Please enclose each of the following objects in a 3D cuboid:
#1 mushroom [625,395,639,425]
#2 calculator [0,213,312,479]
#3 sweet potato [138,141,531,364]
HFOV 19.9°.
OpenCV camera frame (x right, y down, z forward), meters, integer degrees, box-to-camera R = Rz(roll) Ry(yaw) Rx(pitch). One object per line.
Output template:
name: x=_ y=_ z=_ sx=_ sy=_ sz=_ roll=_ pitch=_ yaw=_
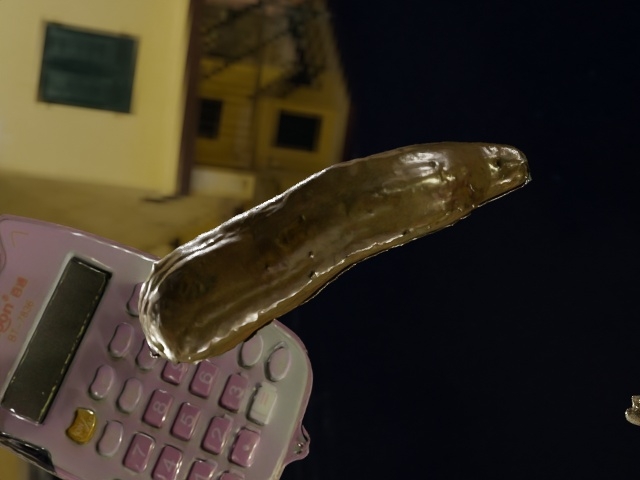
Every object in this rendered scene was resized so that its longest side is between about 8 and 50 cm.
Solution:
mushroom: x=0.215 y=0.103 z=1.054 sx=0.079 sy=0.085 sz=0.085 roll=14 pitch=-83 yaw=40
calculator: x=-0.144 y=0.105 z=1.402 sx=0.043 sy=0.294 sz=0.194 roll=125 pitch=-11 yaw=-61
sweet potato: x=0.000 y=-0.001 z=0.979 sx=0.233 sy=0.081 sz=0.062 roll=-27 pitch=-100 yaw=9
